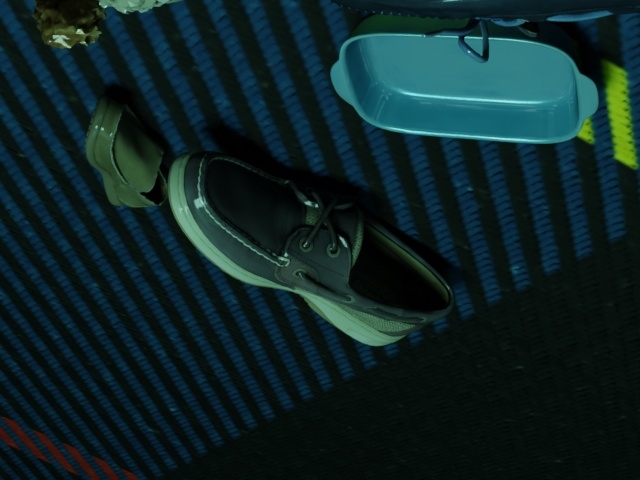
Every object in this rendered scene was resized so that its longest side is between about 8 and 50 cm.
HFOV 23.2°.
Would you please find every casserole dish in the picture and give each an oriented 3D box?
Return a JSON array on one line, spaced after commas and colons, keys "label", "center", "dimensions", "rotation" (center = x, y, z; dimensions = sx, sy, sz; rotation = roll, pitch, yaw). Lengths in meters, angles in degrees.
[{"label": "casserole dish", "center": [0.101, -0.117, 1.086], "dimensions": [0.188, 0.037, 0.114], "rotation": [6, 149, 18]}]

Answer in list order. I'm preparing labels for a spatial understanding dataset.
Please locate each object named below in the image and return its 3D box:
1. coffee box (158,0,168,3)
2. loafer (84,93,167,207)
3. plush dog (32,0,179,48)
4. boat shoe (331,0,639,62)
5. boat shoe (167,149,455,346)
[{"label": "coffee box", "center": [-0.122, -0.222, 0.595], "dimensions": [0.246, 0.141, 0.098], "rotation": [28, 149, -26]}, {"label": "loafer", "center": [-0.154, -0.071, 1.268], "dimensions": [0.050, 0.056, 0.148], "rotation": [10, 159, 8]}, {"label": "plush dog", "center": [-0.083, -0.237, 0.851], "dimensions": [0.262, 0.210, 0.225], "rotation": [30, 124, -22]}, {"label": "boat shoe", "center": [0.122, -0.155, 0.947], "dimensions": [0.258, 0.109, 0.089], "rotation": [6, 152, 21]}, {"label": "boat shoe", "center": [0.000, 0.000, 1.272], "dimensions": [0.092, 0.103, 0.285], "rotation": [-20, 139, 38]}]
